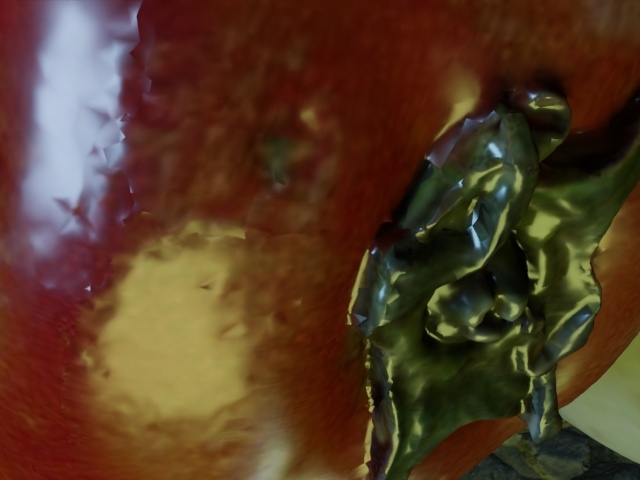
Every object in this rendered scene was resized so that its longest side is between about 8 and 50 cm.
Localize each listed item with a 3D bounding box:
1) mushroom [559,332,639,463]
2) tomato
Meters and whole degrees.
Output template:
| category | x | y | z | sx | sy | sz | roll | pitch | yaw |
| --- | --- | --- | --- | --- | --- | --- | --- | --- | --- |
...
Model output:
| category | x | y | z | sx | sy | sz | roll | pitch | yaw |
| --- | --- | --- | --- | --- | --- | --- | --- | --- | --- |
| mushroom | 0.234 | -0.045 | 0.682 | 0.336 | 0.314 | 0.314 | -50 | 172 | -15 |
| tomato | -0.009 | -0.063 | 0.485 | 0.293 | 0.290 | 0.325 | -10 | 129 | -28 |
